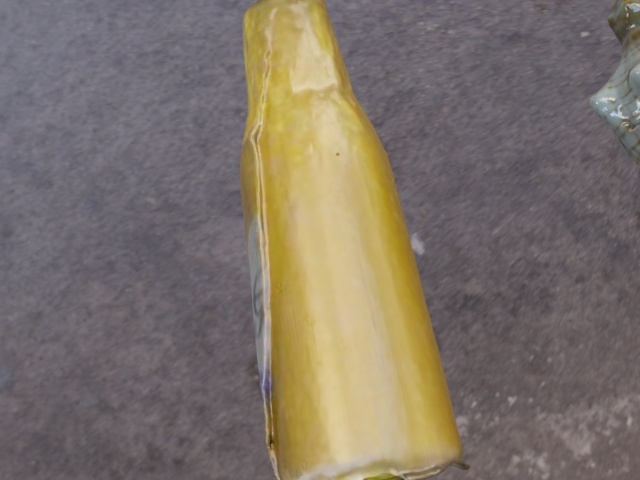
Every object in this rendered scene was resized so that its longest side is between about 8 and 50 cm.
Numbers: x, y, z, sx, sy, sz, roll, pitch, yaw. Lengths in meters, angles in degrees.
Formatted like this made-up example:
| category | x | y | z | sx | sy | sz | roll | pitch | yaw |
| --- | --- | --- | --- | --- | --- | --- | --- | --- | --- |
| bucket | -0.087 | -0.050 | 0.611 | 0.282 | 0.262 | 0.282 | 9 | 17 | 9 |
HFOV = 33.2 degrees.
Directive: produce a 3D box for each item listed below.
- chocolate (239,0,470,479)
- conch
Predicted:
| category | x | y | z | sx | sy | sz | roll | pitch | yaw |
| --- | --- | --- | --- | --- | --- | --- | --- | --- | --- |
| chocolate | 0.000 | 0.000 | 0.935 | 0.162 | 0.162 | 0.445 | -18 | 75 | 25 |
| conch | 0.348 | -0.126 | 1.036 | 0.170 | 0.203 | 0.386 | -2 | 105 | 26 |
